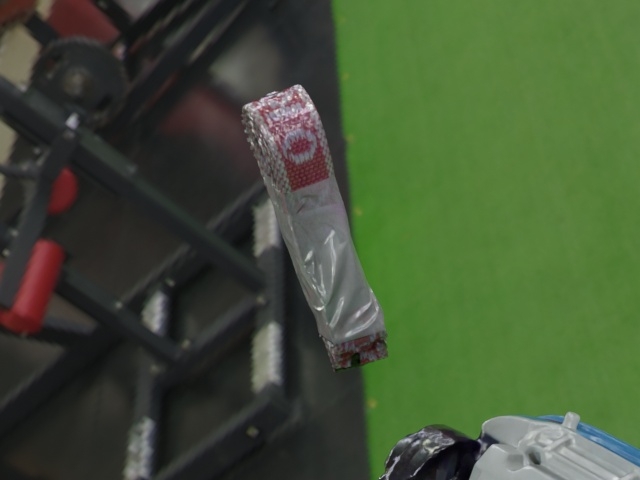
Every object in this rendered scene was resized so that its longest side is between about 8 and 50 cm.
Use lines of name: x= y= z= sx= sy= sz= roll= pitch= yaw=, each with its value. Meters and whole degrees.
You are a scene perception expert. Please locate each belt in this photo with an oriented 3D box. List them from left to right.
belt: x=0.000 y=0.000 z=0.999 sx=0.053 sy=0.232 sz=0.071 roll=-24 pitch=26 yaw=-10

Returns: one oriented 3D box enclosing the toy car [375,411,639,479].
toy car: x=0.116 y=0.254 z=0.780 sx=0.198 sy=0.166 sz=0.314 roll=25 pitch=99 yaw=47
